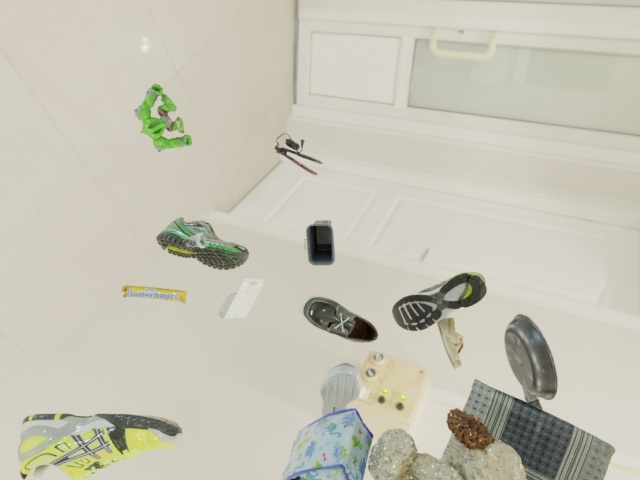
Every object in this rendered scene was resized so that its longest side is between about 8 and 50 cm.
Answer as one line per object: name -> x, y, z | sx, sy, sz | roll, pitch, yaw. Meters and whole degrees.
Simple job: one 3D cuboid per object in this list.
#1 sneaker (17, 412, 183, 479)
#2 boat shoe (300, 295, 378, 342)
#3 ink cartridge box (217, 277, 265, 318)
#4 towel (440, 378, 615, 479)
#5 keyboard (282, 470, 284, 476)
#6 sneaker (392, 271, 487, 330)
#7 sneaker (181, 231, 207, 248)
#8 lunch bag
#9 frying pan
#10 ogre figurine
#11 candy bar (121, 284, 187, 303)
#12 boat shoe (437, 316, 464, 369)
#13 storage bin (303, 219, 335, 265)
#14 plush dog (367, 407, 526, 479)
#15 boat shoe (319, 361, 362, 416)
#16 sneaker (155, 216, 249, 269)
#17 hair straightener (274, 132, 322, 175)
sneaker -> -0.513, 0.486, 1.159 | 0.145, 0.384, 0.147 | 75, 12, -66
boat shoe -> 0.051, 0.202, 1.243 | 0.233, 0.079, 0.084 | 31, 76, -33
ink cartridge box -> -0.302, 0.214, 1.876 | 0.145, 0.045, 0.179 | 13, 105, -62
towel -> 0.434, 0.521, 1.095 | 0.056, 0.312, 0.324 | 5, 106, -66
keyboard -> -0.069, 0.733, 1.422 | 0.108, 0.180, 0.023 | 46, 78, -19
sneaker -> 0.343, 0.173, 1.403 | 0.121, 0.300, 0.111 | -10, 76, -59
sneaker -> -0.355, 0.009, 1.365 | 0.098, 0.069, 0.038 | -129, -161, -79
lunch bag -> 0.006, 0.384, 0.869 | 0.096, 0.151, 0.129 | 61, 26, -18
frying pan -> 0.484, 0.317, 1.158 | 0.197, 0.053, 0.326 | -107, -175, -52
ogre figurine -> -0.478, -0.355, 1.469 | 0.118, 0.096, 0.197 | -43, 141, -32
candy bar -> -0.426, 0.137, 1.258 | 0.018, 0.161, 0.040 | -103, -158, -61
boat shoe -> 0.368, 0.276, 1.357 | 0.170, 0.059, 0.063 | -97, 167, -50
storage bin -> 0.000, 0.000, 1.548 | 0.091, 0.098, 0.135 | -68, 156, -68
plush dog -> 0.241, 0.423, 0.825 | 0.225, 0.210, 0.262 | -35, 104, -7
boat shoe -> 0.051, 0.411, 1.387 | 0.302, 0.109, 0.094 | 102, 0, -50
sneaker -> -0.401, -0.005, 1.717 | 0.134, 0.343, 0.146 | 84, 28, -54
hair straightener -> -0.075, -0.305, 1.666 | 0.047, 0.230, 0.089 | 13, 108, -51
